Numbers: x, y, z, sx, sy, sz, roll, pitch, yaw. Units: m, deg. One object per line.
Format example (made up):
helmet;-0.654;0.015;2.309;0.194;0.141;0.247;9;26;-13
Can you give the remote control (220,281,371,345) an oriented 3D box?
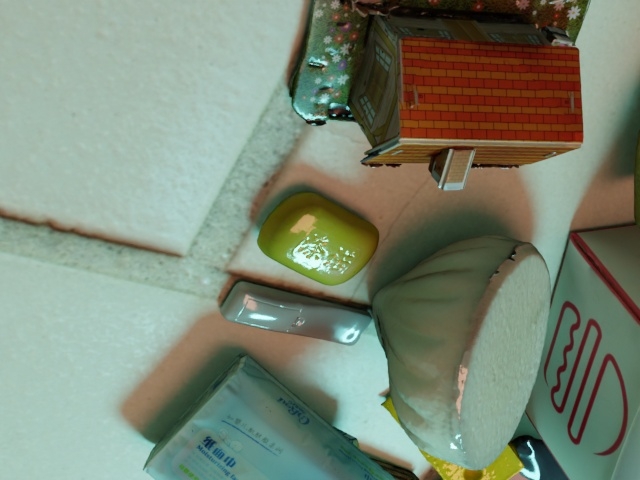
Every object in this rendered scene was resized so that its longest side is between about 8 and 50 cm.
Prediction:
remote control;-0.023;0.086;1.270;0.184;0.027;0.050;15;120;-34

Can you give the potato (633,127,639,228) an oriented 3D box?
potato;0.417;-0.110;1.225;0.204;0.178;0.158;-20;118;11

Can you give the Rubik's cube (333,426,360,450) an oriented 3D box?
Rubik's cube;0.001;0.276;1.393;0.111;0.111;0.093;9;98;-30

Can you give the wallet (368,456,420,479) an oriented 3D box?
wallet;0.021;0.381;1.525;0.230;0.042;0.124;-45;134;16

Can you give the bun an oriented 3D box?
bun;0.136;0.110;1.278;0.263;0.175;0.263;-33;129;-51

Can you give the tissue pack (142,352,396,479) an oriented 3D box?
tissue pack;-0.047;0.275;1.291;0.263;0.089;0.177;41;107;-7

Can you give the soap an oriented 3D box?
soap;0.000;0.001;1.197;0.140;0.045;0.089;27;116;-38

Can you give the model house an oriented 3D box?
model house;0.141;-0.157;1.058;0.294;0.154;0.207;-1;129;-23

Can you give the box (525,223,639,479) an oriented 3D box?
box;0.462;0.171;1.374;0.314;0.300;0.312;-7;130;-18

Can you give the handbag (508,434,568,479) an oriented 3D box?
handbag;0.281;0.350;1.586;0.254;0.088;0.211;19;122;-46

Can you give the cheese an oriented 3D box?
cheese;0.160;0.230;1.449;0.093;0.126;0.171;-40;112;9
